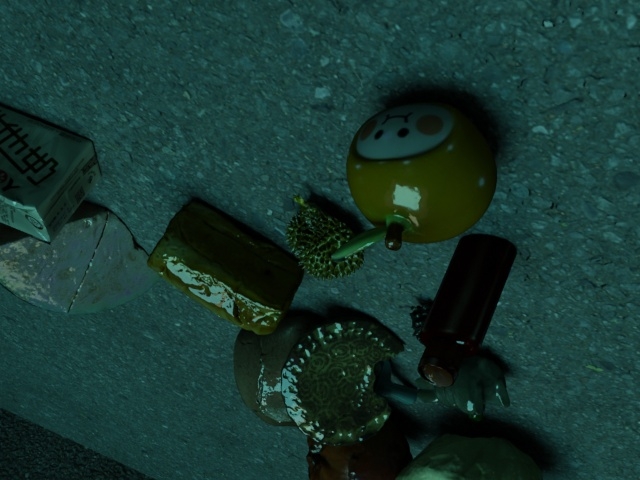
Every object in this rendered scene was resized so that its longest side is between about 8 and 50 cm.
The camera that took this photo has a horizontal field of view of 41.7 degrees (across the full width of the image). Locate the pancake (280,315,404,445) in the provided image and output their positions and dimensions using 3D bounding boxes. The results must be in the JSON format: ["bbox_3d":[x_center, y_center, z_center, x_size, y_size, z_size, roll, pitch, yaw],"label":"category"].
[{"bbox_3d":[0.054,0.296,1.770,0.288,0.286,0.033,56,-177,-18],"label":"pancake"}]

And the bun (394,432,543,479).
[{"bbox_3d":[0.337,0.555,1.892,0.349,0.227,0.352,-1,155,16],"label":"bun"}]

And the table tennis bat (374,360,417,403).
[{"bbox_3d":[0.117,0.314,1.841,0.237,0.149,0.038,25,-176,-30],"label":"table tennis bat"}]

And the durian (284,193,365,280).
[{"bbox_3d":[0.000,0.000,1.502,0.146,0.102,0.208,9,140,39],"label":"durian"}]

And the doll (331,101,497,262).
[{"bbox_3d":[0.130,-0.067,1.171,0.213,0.236,0.213,20,153,11],"label":"doll"}]

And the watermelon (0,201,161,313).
[{"bbox_3d":[-0.588,0.016,1.948,0.222,0.319,0.292,47,160,46],"label":"watermelon"}]

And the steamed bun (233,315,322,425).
[{"bbox_3d":[-0.060,0.317,1.900,0.252,0.199,0.301,0,137,38],"label":"steamed bun"}]

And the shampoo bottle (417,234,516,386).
[{"bbox_3d":[0.224,0.106,1.321,0.102,0.260,0.064,5,140,32],"label":"shampoo bottle"}]

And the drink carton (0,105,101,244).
[{"bbox_3d":[-0.638,-0.153,1.689,0.325,0.194,0.132,22,149,10],"label":"drink carton"}]

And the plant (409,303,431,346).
[{"bbox_3d":[0.224,0.190,1.622,0.085,0.087,0.174,38,160,51],"label":"plant"}]

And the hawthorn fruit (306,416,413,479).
[{"bbox_3d":[0.113,0.537,2.042,0.307,0.276,0.276,22,153,-27],"label":"hawthorn fruit"}]

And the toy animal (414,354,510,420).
[{"bbox_3d":[0.288,0.292,1.711,0.108,0.138,0.236,-6,-177,-19],"label":"toy animal"}]

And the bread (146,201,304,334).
[{"bbox_3d":[-0.187,0.060,1.663,0.294,0.166,0.132,29,148,-2],"label":"bread"}]
